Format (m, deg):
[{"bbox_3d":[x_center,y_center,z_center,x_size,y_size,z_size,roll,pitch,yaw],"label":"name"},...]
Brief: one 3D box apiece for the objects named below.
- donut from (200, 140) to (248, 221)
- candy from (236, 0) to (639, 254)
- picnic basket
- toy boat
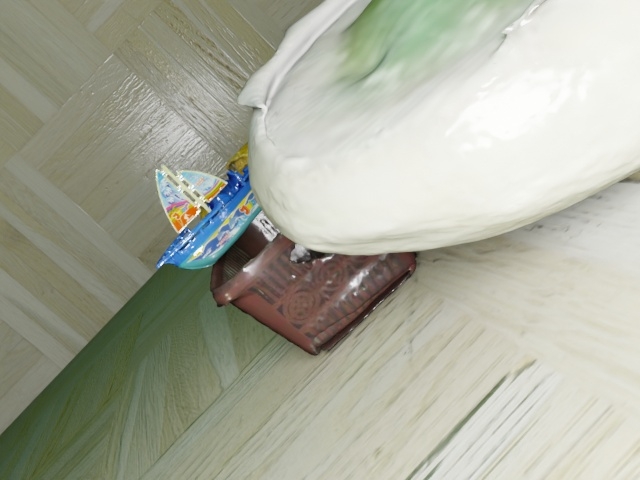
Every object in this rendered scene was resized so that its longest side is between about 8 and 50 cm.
[{"bbox_3d":[-0.022,-0.142,1.273,0.378,0.163,0.435,-41,12,18],"label":"donut"},{"bbox_3d":[0.132,-0.138,0.576,0.427,0.186,0.386,-38,29,-15],"label":"candy"},{"bbox_3d":[0.000,0.000,0.813,0.222,0.129,0.297,-43,13,6],"label":"picnic basket"},{"bbox_3d":[-0.129,-0.037,0.786,0.091,0.110,0.175,-30,20,49],"label":"toy boat"}]
